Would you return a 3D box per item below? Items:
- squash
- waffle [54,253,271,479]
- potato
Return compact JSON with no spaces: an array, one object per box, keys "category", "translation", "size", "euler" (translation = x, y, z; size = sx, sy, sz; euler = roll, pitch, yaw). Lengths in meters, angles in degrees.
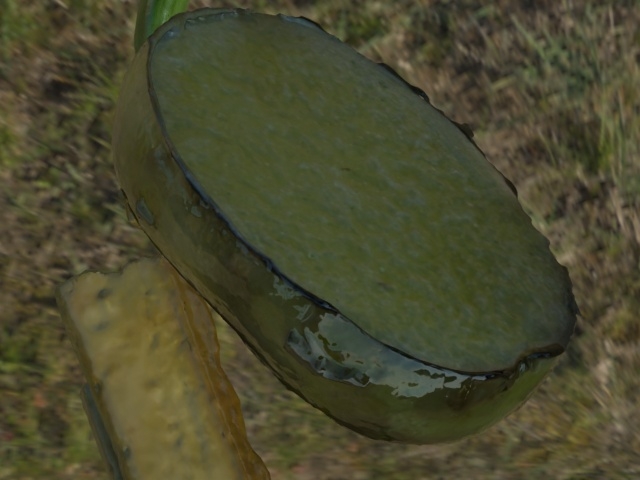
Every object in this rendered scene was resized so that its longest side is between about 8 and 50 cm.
[{"category":"squash","translation":[-0.086,-0.121,0.970],"size":[0.027,0.027,0.089],"euler":[3,52,12]},{"category":"waffle","translation":[-0.053,0.179,0.971],"size":[0.077,0.348,0.304],"euler":[-19,76,-10]},{"category":"potato","translation":[0.000,0.000,0.693],"size":[0.200,0.164,0.081],"euler":[49,128,19]}]
